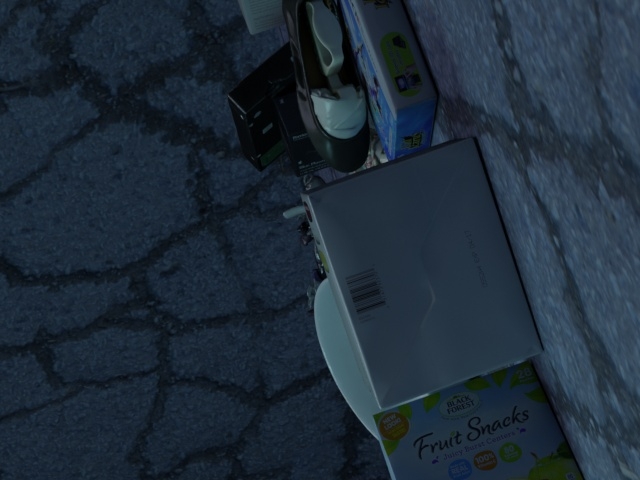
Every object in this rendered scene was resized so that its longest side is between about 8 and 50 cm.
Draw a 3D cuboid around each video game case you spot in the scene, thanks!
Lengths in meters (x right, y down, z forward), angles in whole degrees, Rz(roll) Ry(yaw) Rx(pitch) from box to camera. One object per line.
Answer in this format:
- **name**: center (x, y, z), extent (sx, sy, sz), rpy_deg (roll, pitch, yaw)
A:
- **video game case**: center (0.084, -0.246, 1.727), extent (0.269, 0.061, 0.244), rpy_deg (82, 170, -75)

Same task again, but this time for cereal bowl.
- **cereal bowl**: center (0.138, 0.185, 2.133), extent (0.339, 0.141, 0.339), rpy_deg (46, 151, 35)

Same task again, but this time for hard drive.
- **hard drive**: center (-0.064, -0.279, 2.499), extent (0.064, 0.237, 0.339), rpy_deg (47, 172, 14)

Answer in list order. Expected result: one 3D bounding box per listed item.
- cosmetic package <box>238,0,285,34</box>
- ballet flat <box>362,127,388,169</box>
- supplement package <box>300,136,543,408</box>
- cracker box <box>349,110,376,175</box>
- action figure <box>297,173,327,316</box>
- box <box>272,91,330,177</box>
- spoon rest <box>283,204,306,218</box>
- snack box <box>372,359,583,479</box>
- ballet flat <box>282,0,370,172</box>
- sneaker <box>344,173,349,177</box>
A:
- **cosmetic package**: center (-0.098, -0.525, 2.447), extent (0.183, 0.151, 0.151), rpy_deg (78, 173, -57)
- **ballet flat**: center (0.125, -0.091, 1.925), extent (0.077, 0.091, 0.241), rpy_deg (-58, 47, 45)
- **supplement package**: center (0.114, 0.034, 1.511), extent (0.145, 0.204, 0.261), rpy_deg (-139, 30, -85)
- **cracker box**: center (0.078, -0.144, 2.189), extent (0.155, 0.067, 0.232), rpy_deg (82, 175, -75)
- **action figure**: center (0.000, 0.000, 2.544), extent (0.185, 0.099, 0.285), rpy_deg (-73, -25, -78)
- **box**: center (0.005, -0.214, 2.400), extent (0.158, 0.156, 0.093), rpy_deg (78, 172, -61)
- **spoon rest**: center (0.036, 0.045, 2.396), extent (0.276, 0.084, 0.137), rpy_deg (58, -172, 4)
- **snack box**: center (0.187, 0.261, 1.534), extent (0.070, 0.207, 0.174), rpy_deg (77, 174, -59)
- **ballet flat**: center (0.010, -0.226, 1.772), extent (0.096, 0.095, 0.280), rpy_deg (-165, 56, -73)
- **sneaker**: center (0.108, 0.003, 2.455), extent (0.118, 0.110, 0.292), rpy_deg (147, 104, -78)
